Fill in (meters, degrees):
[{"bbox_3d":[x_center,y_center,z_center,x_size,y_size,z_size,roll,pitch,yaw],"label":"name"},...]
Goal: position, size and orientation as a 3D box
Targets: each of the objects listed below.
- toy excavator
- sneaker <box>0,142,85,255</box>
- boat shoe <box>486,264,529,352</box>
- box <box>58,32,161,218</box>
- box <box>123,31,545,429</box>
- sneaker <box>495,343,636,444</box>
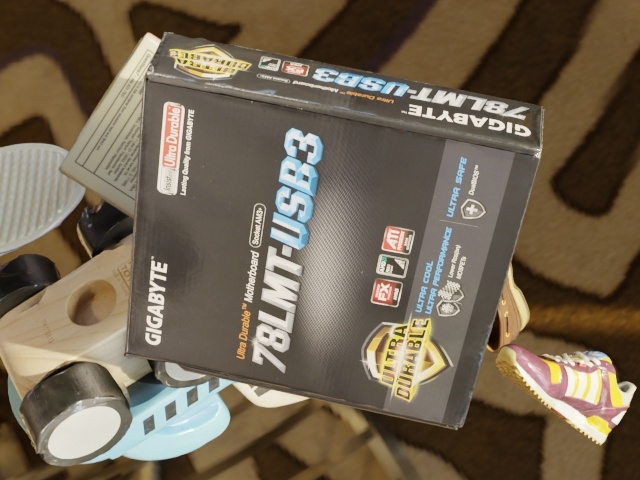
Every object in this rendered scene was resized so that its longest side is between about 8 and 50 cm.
[{"bbox_3d":[-0.124,0.130,1.675,0.222,0.433,0.445,54,174,35],"label":"toy excavator"},{"bbox_3d":[-0.363,-0.010,1.486,0.282,0.161,0.102,-26,85,0],"label":"sneaker"},{"bbox_3d":[0.170,0.046,1.547,0.064,0.060,0.178,-2,130,39],"label":"boat shoe"},{"bbox_3d":[-0.104,-0.064,1.332,0.232,0.127,0.148,33,87,-8],"label":"box"},{"bbox_3d":[0.000,0.000,1.138,0.293,0.073,0.295,11,129,0],"label":"box"},{"bbox_3d":[0.262,0.141,1.535,0.084,0.185,0.069,-53,36,-1],"label":"sneaker"}]
